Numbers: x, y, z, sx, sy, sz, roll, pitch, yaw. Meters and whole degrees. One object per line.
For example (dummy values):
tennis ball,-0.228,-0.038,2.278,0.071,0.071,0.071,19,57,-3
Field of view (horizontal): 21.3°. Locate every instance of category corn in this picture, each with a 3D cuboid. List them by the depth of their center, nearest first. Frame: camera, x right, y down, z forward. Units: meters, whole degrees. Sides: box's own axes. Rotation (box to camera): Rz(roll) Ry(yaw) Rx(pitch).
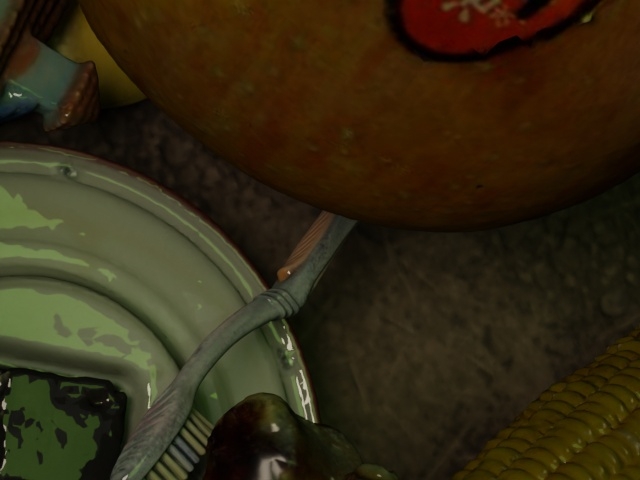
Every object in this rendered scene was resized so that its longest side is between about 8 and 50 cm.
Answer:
corn,0.139,0.142,0.865,0.344,0.131,0.131,-32,91,-41

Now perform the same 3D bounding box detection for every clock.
clock,-0.143,0.106,0.814,0.318,0.080,0.319,5,75,-21

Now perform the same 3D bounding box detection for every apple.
apple,0.050,-0.192,0.822,0.400,0.333,0.400,29,35,-23

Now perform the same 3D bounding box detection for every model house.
model house,-0.175,-0.106,0.839,0.148,0.119,0.148,31,65,-21

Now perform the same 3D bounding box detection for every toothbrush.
toothbrush,0.000,0.000,0.882,0.037,0.028,0.375,50,49,-17

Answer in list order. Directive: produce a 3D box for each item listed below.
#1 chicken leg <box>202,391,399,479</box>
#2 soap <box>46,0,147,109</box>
chicken leg,-0.053,0.258,0.699,0.211,0.140,0.361,31,88,28
soap,-0.130,-0.151,0.906,0.089,0.033,0.168,-10,82,-25
